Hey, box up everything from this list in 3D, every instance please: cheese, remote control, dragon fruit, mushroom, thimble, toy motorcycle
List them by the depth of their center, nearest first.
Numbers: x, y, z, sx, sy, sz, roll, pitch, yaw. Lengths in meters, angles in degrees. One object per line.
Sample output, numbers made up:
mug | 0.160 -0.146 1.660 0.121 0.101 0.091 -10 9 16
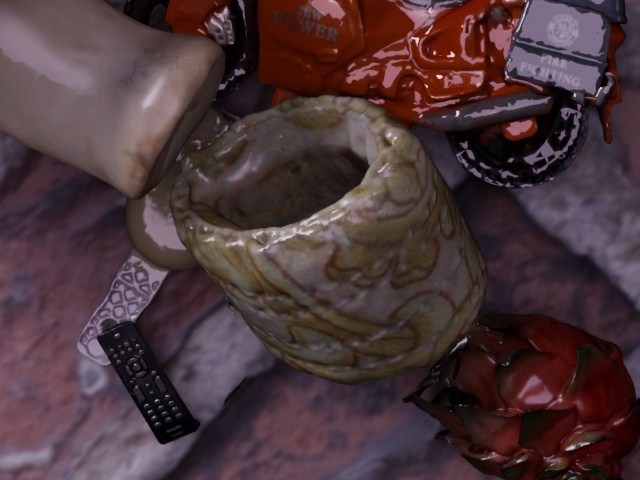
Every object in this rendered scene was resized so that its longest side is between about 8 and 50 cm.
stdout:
mushroom | -0.244 -0.183 1.149 0.356 0.315 0.315 32 91 36
thimble | 0.000 0.000 1.214 0.190 0.143 0.137 2 54 36
dragon fruit | 0.135 0.107 1.239 0.142 0.121 0.130 38 111 -10
toy motorcycle | 0.045 -0.166 1.242 0.326 0.148 0.221 15 101 1
remote control | -0.114 0.093 1.289 0.034 0.016 0.091 -23 111 15
cheese | -0.103 -0.003 1.294 0.097 0.037 0.192 32 90 4
